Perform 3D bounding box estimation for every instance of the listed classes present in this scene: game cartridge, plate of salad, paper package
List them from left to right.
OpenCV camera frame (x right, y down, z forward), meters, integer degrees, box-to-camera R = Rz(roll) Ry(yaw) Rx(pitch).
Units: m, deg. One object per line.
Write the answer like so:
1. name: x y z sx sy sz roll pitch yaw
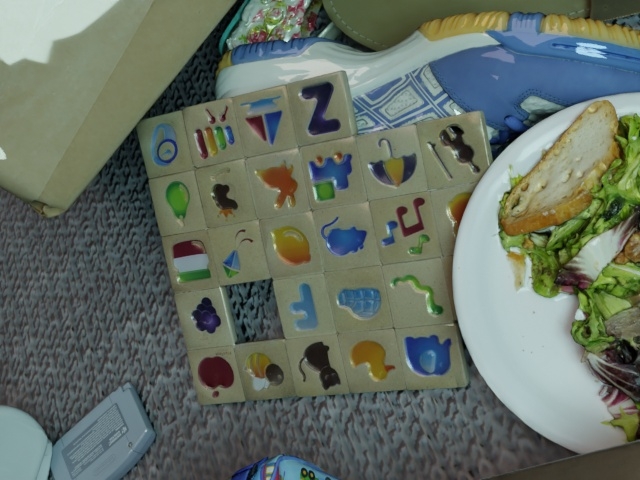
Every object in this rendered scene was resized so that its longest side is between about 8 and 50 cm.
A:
1. paper package: -0.162 -0.213 0.729 0.325 0.168 0.309 -51 21 2
2. game cartridge: -0.155 0.147 0.706 0.083 0.017 0.056 -41 48 8
3. plate of salad: 0.167 0.016 0.515 0.200 0.048 0.200 -2 79 13

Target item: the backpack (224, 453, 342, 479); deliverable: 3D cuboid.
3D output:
1. backpack: -0.046 0.205 0.524 0.173 0.158 0.117 -32 44 29

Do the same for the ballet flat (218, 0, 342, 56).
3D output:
1. ballet flat: 0.010 -0.216 0.761 0.077 0.091 0.241 29 87 9

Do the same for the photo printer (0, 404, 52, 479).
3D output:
1. photo printer: -0.357 0.233 0.728 0.307 0.107 0.256 -1 66 34

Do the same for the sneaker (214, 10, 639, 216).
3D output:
1. sneaker: 0.066 -0.066 0.637 0.296 0.112 0.131 -2 85 32

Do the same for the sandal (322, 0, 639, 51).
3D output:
1. sandal: 0.125 -0.183 0.677 0.240 0.088 0.079 -2 33 24

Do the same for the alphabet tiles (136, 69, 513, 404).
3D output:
1. alphabet tiles: 0.000 0.000 0.617 0.237 0.009 0.198 -9 96 28

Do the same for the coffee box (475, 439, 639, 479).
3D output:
1. coffee box: 0.168 0.164 0.436 0.246 0.098 0.141 -19 57 23
